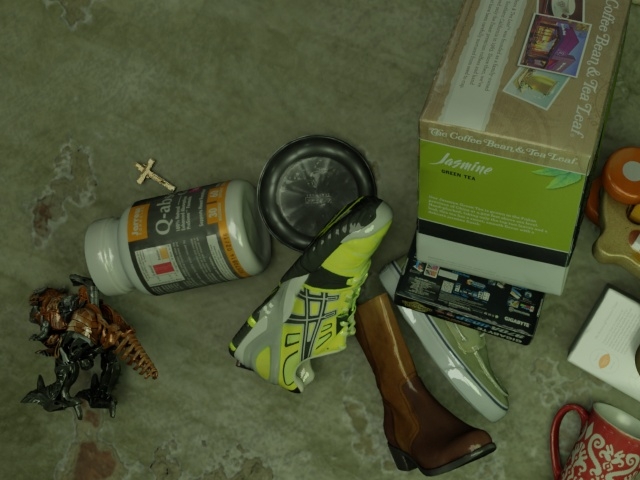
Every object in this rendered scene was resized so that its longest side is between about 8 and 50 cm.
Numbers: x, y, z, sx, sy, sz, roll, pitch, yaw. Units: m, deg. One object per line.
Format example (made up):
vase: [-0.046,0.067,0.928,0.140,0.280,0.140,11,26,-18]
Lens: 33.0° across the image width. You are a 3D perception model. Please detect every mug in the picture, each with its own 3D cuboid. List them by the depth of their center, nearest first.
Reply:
mug: [0.423,0.343,1.669,0.113,0.150,0.169,19,104,-24]

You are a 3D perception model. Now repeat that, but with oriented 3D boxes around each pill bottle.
pill bottle: [-0.233,0.002,1.775,0.278,0.162,0.162,-12,90,14]

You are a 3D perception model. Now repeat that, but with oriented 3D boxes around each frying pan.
frying pan: [-0.027,-0.012,1.755,0.197,0.053,0.326,20,94,-7]

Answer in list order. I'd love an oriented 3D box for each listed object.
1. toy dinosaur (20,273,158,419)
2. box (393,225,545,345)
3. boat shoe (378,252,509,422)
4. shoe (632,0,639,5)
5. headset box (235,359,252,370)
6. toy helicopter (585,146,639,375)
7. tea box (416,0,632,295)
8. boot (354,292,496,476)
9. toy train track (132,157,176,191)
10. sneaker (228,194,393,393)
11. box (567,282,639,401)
toy dinosaur: [-0.397,0.175,1.805,0.164,0.322,0.219,11,95,-30]
box: [0.241,0.046,1.664,0.220,0.051,0.175,16,68,8]
boat shoe: [0.209,0.144,1.699,0.094,0.109,0.302,-38,81,9]
shoe: [0.462,-0.403,1.629,0.219,0.058,0.077,20,98,13]
headset box: [-0.101,0.189,1.816,0.083,0.032,0.062,14,96,14]
toy helicopter: [0.512,0.041,1.562,0.234,0.140,0.355,4,71,-1]
tea box: [0.279,-0.160,1.487,0.219,0.324,0.329,14,57,13]
boot: [0.149,0.211,1.663,0.096,0.264,0.281,-17,88,-18]
toy train track: [-0.284,-0.109,1.859,0.083,0.014,0.048,32,93,5]
sneaker: [0.011,0.084,1.679,0.147,0.145,0.385,39,125,2]
box: [0.480,0.163,1.637,0.170,0.091,0.130,30,100,11]
